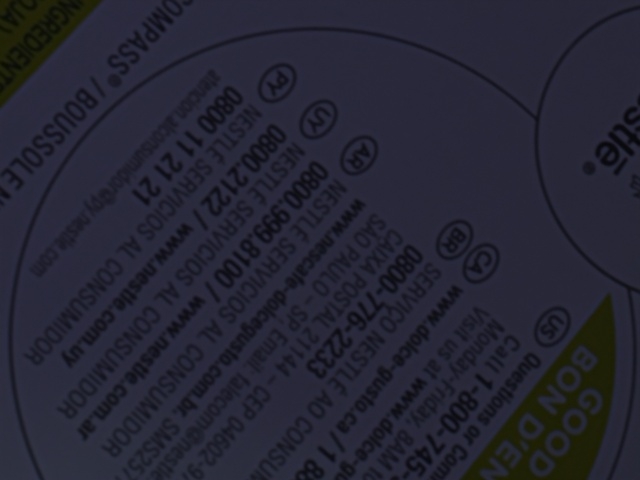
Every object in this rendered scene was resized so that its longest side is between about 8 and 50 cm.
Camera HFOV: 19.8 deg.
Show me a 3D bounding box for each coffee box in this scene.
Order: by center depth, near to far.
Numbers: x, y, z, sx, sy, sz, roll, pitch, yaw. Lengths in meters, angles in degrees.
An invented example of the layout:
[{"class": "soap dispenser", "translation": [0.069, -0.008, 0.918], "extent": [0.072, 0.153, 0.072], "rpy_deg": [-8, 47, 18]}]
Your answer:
[{"class": "coffee box", "translation": [-0.029, -0.063, 0.556], "extent": [0.334, 0.338, 0.337], "rpy_deg": [41, 164, -2]}]
